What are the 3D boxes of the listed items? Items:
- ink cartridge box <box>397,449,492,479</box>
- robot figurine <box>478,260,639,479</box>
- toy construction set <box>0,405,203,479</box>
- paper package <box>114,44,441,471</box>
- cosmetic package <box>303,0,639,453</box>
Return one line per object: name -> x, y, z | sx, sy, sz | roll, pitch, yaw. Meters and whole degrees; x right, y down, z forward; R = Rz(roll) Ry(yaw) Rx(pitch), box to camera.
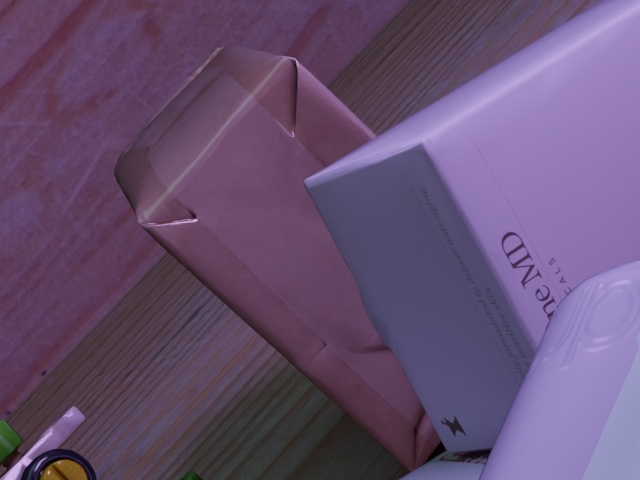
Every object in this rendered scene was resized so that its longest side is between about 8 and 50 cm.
ink cartridge box -> 0.047, 0.201, 1.062 | 0.208, 0.087, 0.153 | -30, 5, -17
robot figurine -> 0.146, 0.149, 0.723 | 0.300, 0.200, 0.353 | -26, 33, 59
toy construction set -> -0.231, 0.273, 1.466 | 0.309, 0.237, 0.257 | -45, 13, -7
paper package -> 0.000, 0.000, 1.492 | 0.168, 0.309, 0.325 | -47, 12, -1
cosmetic package -> 0.198, -0.047, 1.120 | 0.365, 0.197, 0.155 | -34, 8, -28
